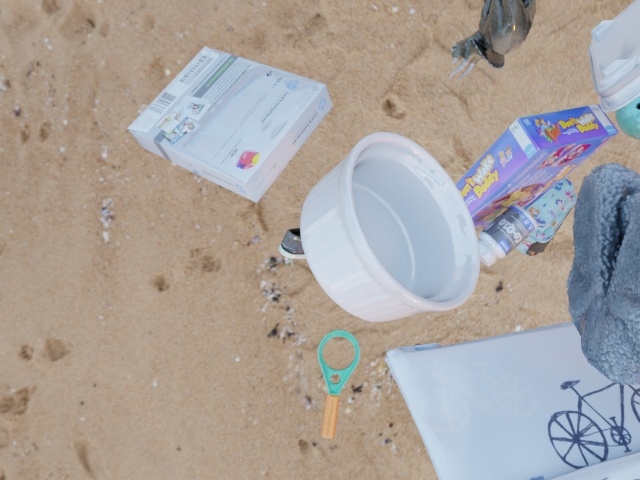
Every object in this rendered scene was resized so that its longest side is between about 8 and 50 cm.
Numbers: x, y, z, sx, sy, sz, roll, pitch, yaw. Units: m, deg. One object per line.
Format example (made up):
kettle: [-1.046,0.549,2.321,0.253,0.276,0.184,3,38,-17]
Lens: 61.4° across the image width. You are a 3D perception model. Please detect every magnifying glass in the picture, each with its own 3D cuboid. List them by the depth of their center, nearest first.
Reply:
magnifying glass: [0.031,0.308,1.165,0.092,0.026,0.230,8,87,-2]

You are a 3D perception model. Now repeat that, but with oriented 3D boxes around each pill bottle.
pill bottle: [0.405,-0.010,1.202,0.137,0.078,0.078,-42,75,2]

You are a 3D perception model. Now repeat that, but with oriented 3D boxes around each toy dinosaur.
toy dinosaur: [0.326,-0.386,0.936,0.121,0.313,0.160,0,97,-4]

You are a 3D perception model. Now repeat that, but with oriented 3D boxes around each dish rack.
dish rack: [0.626,-0.409,1.015,0.072,0.332,0.285,38,131,-11]

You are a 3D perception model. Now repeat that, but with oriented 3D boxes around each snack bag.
snack bag: [0.266,0.215,0.510,0.037,0.324,0.342,102,155,-45]

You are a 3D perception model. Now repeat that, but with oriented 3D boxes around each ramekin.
ramekin: [0.102,-0.010,0.817,0.135,0.277,0.277,-31,78,43]

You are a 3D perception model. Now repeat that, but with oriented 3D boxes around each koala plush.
koala plush: [0.359,0.039,0.473,0.222,0.196,0.203,9,93,1]

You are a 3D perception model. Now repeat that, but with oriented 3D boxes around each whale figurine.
whale figurine: [0.941,-0.363,1.456,0.272,0.141,0.216,7,99,48]

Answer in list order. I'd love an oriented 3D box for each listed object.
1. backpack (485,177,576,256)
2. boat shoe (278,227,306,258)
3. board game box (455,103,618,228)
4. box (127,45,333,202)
backpack: [0.567,-0.110,1.533,0.254,0.191,0.225,34,66,21]
boat shoe: [0.000,0.000,1.433,0.081,0.228,0.068,48,131,38]
board game box: [0.432,-0.144,1.186,0.078,0.234,0.347,66,152,20]
box: [-0.102,-0.137,0.602,0.186,0.038,0.145,25,70,29]
